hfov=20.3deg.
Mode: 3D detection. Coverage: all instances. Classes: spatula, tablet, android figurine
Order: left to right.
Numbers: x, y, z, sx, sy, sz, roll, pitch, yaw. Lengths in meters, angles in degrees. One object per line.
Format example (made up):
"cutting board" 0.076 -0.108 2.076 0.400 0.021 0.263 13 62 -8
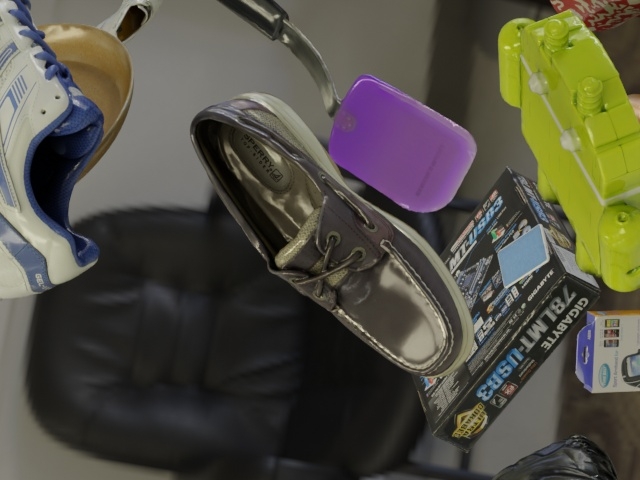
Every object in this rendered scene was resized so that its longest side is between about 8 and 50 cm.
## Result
"spatula" -0.017 -0.127 1.211 0.296 0.030 0.084 44 136 21
"tablet" 0.256 0.020 2.251 0.083 0.006 0.054 -38 50 42
"android figurine" 0.218 -0.082 1.511 0.273 0.056 0.248 75 172 -62

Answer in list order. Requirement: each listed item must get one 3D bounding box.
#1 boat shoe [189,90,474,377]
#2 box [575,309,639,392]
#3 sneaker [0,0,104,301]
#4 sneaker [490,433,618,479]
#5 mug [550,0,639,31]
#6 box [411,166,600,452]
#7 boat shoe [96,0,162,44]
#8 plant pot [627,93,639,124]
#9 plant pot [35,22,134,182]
"boat shoe" 0.000 0.000 1.387 0.285 0.092 0.103 50 120 13
"box" 0.321 0.111 1.812 0.028 0.136 0.081 -137 48 -76
"sneaker" -0.207 -0.102 1.237 0.112 0.131 0.296 26 -121 -69
"sneaker" 0.237 0.238 1.693 0.130 0.109 0.286 -41 13 -19
"mug" 0.274 -0.231 1.568 0.150 0.113 0.169 62 167 1
"box" 0.230 0.090 2.433 0.295 0.073 0.293 -54 24 19
"boat shoe" -0.172 -0.212 1.673 0.035 0.035 0.100 -4 33 40
"plant pot" 0.416 -0.048 1.990 0.188 0.205 0.205 15 92 35
"plant pot" -0.249 -0.083 1.391 0.236 0.236 0.032 -106 -8 -51
